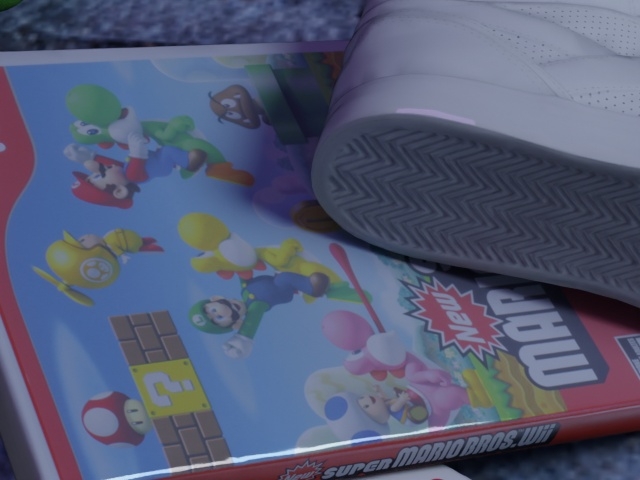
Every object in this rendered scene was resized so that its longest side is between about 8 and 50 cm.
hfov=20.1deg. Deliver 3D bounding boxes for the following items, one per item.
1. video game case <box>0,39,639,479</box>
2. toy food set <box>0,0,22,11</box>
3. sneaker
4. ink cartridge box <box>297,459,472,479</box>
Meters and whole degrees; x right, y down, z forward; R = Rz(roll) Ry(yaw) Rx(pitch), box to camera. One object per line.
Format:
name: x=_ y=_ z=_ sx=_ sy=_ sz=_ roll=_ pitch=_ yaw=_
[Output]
video game case: x=0.000 y=0.000 z=0.687 sx=0.285 sy=0.025 sz=0.204 roll=-6 pitch=50 yaw=-28
toy food set: x=-0.179 y=-0.118 z=0.843 sx=0.128 sy=0.071 sz=0.218 roll=10 pitch=51 yaw=43
sneaker: x=0.151 y=-0.052 z=0.707 sx=0.292 sy=0.108 sz=0.169 roll=17 pitch=46 yaw=-6
ink cartridge box: x=-0.024 y=0.098 z=0.646 sx=0.135 sy=0.056 sz=0.099 roll=27 pitch=34 yaw=24
